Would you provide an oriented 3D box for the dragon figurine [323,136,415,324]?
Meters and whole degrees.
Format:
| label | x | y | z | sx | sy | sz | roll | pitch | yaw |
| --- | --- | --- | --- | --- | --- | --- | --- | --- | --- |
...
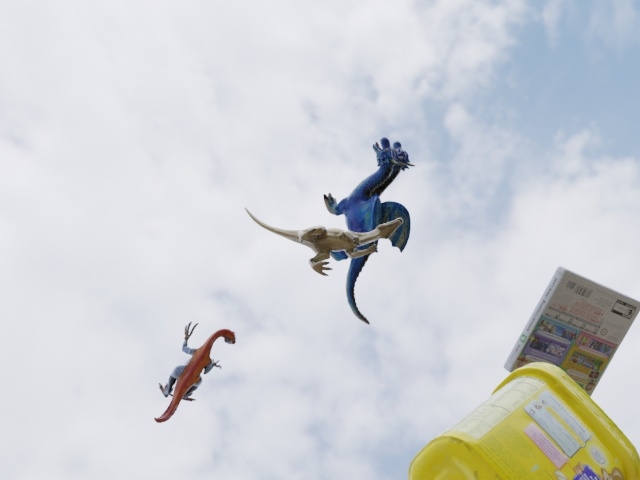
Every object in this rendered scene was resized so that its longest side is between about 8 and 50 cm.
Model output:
| label | x | y | z | sx | sy | sz | roll | pitch | yaw |
| --- | --- | --- | --- | --- | --- | --- | --- | --- | --- |
| dragon figurine | 0.084 | -0.023 | 1.515 | 0.085 | 0.144 | 0.289 | 19 | -117 | -43 |

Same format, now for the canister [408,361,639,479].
| label | x | y | z | sx | sy | sz | roll | pitch | yaw |
| --- | --- | --- | --- | --- | --- | --- | --- | --- | --- |
| canister | 0.151 | 0.167 | 0.695 | 0.170 | 0.126 | 0.073 | -17 | -30 | -55 |

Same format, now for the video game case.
| label | x | y | z | sx | sy | sz | roll | pitch | yaw |
| --- | --- | --- | --- | --- | --- | --- | --- | --- | --- |
| video game case | 0.428 | 0.159 | 1.615 | 0.212 | 0.023 | 0.193 | 21 | -79 | -34 |

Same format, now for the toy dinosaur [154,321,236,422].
| label | x | y | z | sx | sy | sz | roll | pitch | yaw |
| --- | --- | --- | --- | --- | --- | --- | --- | --- | --- |
| toy dinosaur | -0.109 | 0.118 | 0.877 | 0.047 | 0.090 | 0.082 | 29 | -58 | -20 |

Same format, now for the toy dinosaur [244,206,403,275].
| label | x | y | z | sx | sy | sz | roll | pitch | yaw |
| --- | --- | --- | --- | --- | --- | --- | --- | --- | --- |
| toy dinosaur | 0.000 | 0.000 | 1.072 | 0.183 | 0.092 | 0.053 | 3 | -73 | 4 |
